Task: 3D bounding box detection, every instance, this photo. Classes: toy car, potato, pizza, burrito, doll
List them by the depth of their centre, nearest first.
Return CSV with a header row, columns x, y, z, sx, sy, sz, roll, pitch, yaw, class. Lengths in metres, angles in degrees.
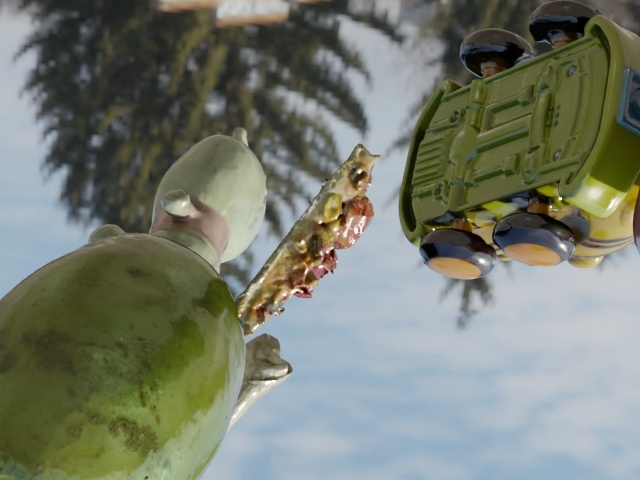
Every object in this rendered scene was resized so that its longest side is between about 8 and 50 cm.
x,y,z,sx,sy,sz,roll,pitch,yaw,class
0.175,-0.058,1.112,0.142,0.200,0.248,24,160,-29,toy car
-0.174,0.125,1.135,0.216,0.216,0.304,17,-136,32,potato
0.000,0.000,1.296,0.053,0.193,0.201,37,-135,2,pizza
-0.122,-0.016,1.500,0.113,0.155,0.275,20,-140,21,doll
-0.141,0.211,1.622,0.082,0.275,0.059,49,-177,32,burrito

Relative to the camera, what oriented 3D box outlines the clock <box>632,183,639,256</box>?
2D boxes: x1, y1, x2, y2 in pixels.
x,y,z,sx,sy,sz,roll,pitch,yaw,class
0.284,-0.059,0.923,0.142,0.227,0.241,45,166,16,clock
